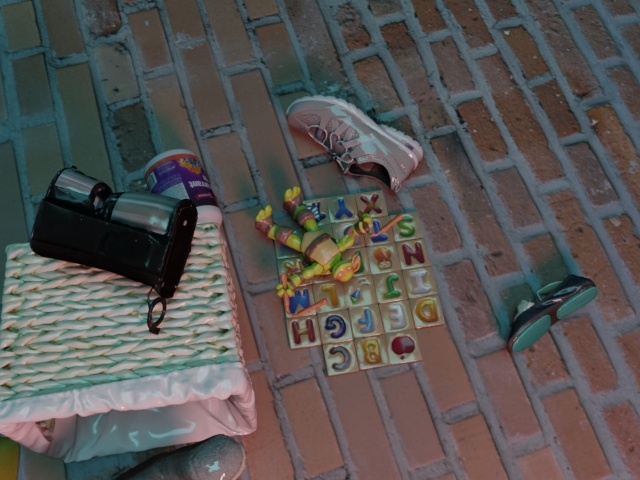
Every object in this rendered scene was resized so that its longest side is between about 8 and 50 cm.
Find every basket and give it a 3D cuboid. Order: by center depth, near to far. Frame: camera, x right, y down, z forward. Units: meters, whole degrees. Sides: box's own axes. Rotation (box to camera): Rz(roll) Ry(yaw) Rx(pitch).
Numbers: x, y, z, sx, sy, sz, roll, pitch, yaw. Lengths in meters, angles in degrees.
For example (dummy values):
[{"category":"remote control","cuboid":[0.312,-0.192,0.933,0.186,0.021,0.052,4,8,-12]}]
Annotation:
[{"category":"basket","cuboid":[-0.272,0.162,1.023,0.330,0.328,0.267,-6,65,-5]}]

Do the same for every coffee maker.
[{"category":"coffee maker","cuboid":[-0.268,0.005,0.862,0.178,0.120,0.171,14,61,6]}]

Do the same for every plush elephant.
[{"category":"plush elephant","cuboid":[-0.215,0.445,0.939,0.271,0.330,0.256,-27,87,-27]}]

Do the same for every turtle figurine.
[{"category":"turtle figurine","cuboid":[0.000,0.000,1.222,0.269,0.087,0.217,-42,67,-9]}]

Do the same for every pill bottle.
[{"category":"pill bottle","cuboid":[-0.243,-0.061,1.236,0.108,0.108,0.194,-22,70,-11]}]

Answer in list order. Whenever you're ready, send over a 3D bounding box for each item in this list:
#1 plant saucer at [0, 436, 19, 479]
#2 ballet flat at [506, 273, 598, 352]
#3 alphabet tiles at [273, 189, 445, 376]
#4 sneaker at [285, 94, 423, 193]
[{"category":"plant saucer","cuboid":[-0.649,0.466,1.007,0.332,0.081,0.333,-2,66,-3]},{"category":"ballet flat","cuboid":[0.401,0.125,1.216,0.203,0.074,0.074,-33,72,-9]},{"category":"alphabet tiles","cuboid":[0.067,0.069,1.248,0.284,0.011,0.343,-8,68,-6]},{"category":"sneaker","cuboid":[0.054,-0.188,1.305,0.281,0.105,0.115,24,68,7]}]
